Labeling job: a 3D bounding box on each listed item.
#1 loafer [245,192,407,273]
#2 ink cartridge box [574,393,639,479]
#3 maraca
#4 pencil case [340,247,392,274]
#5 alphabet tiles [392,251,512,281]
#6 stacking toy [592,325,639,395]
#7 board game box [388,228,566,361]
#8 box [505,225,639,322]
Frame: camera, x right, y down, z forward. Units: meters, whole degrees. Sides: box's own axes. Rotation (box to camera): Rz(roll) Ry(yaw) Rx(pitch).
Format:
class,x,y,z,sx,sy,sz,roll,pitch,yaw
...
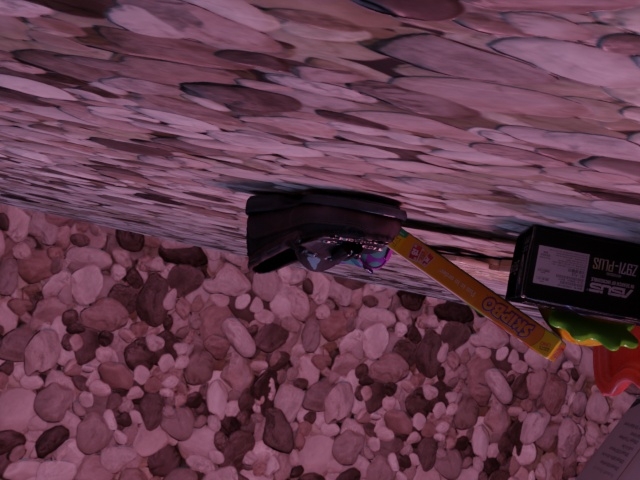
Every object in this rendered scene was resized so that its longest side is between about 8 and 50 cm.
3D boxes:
class,x,y,z,sx,sy,sz,roll,pitch,yaw
loafer,0.000,0.000,1.557,0.109,0.095,0.302,13,176,-28
ink cartridge box,0.429,0.209,1.361,0.223,0.307,0.129,38,176,-2
maraca,0.313,0.079,1.611,0.127,0.099,0.185,13,-157,-1
pencil case,0.028,0.005,1.779,0.070,0.064,0.152,44,159,-32
alphabet tiles,0.259,0.043,2.016,0.278,0.021,0.284,14,175,-29
stacking toy,0.454,0.175,1.623,0.130,0.279,0.309,1,178,-18
board game box,0.178,0.058,1.648,0.259,0.039,0.124,38,-177,14
box,0.300,0.043,1.472,0.180,0.077,0.147,11,177,1
